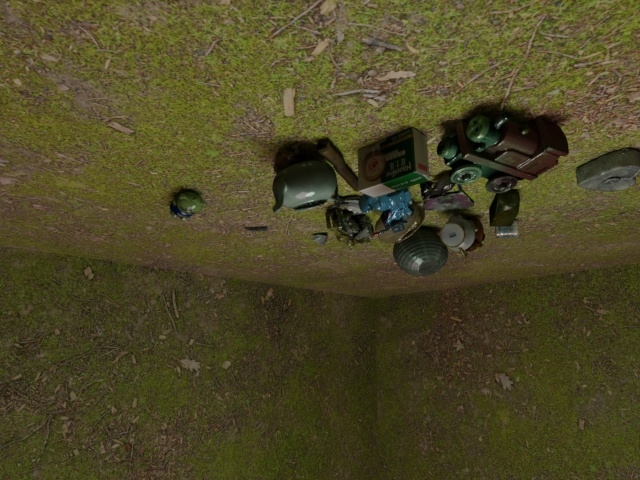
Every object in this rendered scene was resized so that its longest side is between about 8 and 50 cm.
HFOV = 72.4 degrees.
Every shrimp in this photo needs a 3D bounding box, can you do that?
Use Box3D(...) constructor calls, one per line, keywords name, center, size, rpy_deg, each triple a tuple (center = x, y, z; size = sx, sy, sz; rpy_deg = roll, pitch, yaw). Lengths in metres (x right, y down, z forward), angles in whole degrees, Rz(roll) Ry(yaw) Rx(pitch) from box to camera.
Box3D(name="shrimp", center=(-0.076, -0.241, 1.318), size=(0.133, 0.051, 0.187), rpy_deg=(-15, 173, -11))

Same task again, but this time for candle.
Box3D(name="candle", center=(0.891, -0.211, 1.359), size=(0.169, 0.068, 0.192), rpy_deg=(-6, 160, 27))

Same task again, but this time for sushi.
Box3D(name="sushi", center=(0.132, -0.050, 1.833), size=(0.131, 0.139, 0.291), rpy_deg=(-18, 156, 29))

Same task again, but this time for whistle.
Box3D(name="whistle", center=(-0.513, -0.126, 1.645), size=(0.105, 0.085, 0.227), rpy_deg=(23, 154, -35))

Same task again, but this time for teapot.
Box3D(name="teapot", center=(-0.043, -0.156, 1.297), size=(0.193, 0.129, 0.294), rpy_deg=(-17, 175, 42))

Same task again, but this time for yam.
Box3D(name="yam", center=(0.068, -0.225, 1.360), size=(0.045, 0.045, 0.327), rpy_deg=(-32, 156, 12))

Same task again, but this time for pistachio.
Box3D(name="pistachio", center=(0.311, -0.072, 1.732), size=(0.126, 0.152, 0.223), rpy_deg=(19, 137, -41))

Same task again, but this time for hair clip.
Box3D(name="hair clip", center=(0.119, -0.136, 1.677), size=(0.172, 0.049, 0.116), rpy_deg=(7, 168, -32))

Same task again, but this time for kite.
Box3D(name="kite", center=(0.458, -0.163, 1.624), size=(0.204, 0.022, 0.360), rpy_deg=(-5, 164, 22))

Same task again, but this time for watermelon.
Box3D(name="watermelon", center=(0.000, 0.000, 2.142), size=(0.085, 0.061, 0.085), rpy_deg=(-9, 164, -3))

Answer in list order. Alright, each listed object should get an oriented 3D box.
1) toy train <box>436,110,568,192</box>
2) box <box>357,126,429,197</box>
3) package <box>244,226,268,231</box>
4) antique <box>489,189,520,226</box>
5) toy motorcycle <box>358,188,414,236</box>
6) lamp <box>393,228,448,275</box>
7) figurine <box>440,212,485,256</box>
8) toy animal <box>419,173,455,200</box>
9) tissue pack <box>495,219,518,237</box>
Box3D(name="toy train", center=(0.468, -0.239, 1.152), size=(0.304, 0.150, 0.221), rpy_deg=(9, 152, -25))
Box3D(name="box", center=(0.201, -0.213, 1.230), size=(0.081, 0.135, 0.199), rpy_deg=(15, 158, -41))
Box3D(name="package", center=(-0.297, -0.053, 2.040), size=(0.110, 0.015, 0.037), rpy_deg=(-1, 165, 9))
Box3D(name="antique", center=(0.698, -0.120, 1.666), size=(0.081, 0.080, 0.221), rpy_deg=(-2, 165, 14))
Box3D(name="toy motorcycle", center=(0.235, -0.124, 1.546), size=(0.182, 0.123, 0.272), rpy_deg=(-24, 141, 7))
Box3D(name="lamp", center=(0.469, 0.052, 2.045), size=(0.265, 0.233, 0.233), rpy_deg=(-6, 165, -3))
Box3D(name="figurine", center=(0.599, -0.025, 1.831), size=(0.142, 0.189, 0.263), rpy_deg=(-14, 174, 37))
Box3D(name="toy animal", center=(0.407, -0.189, 1.445), size=(0.202, 0.070, 0.105), rpy_deg=(-22, 148, 34))
Box3D(name="tissue pack", center=(0.821, -0.051, 1.930), size=(0.094, 0.074, 0.059), rpy_deg=(-3, 167, 20))
